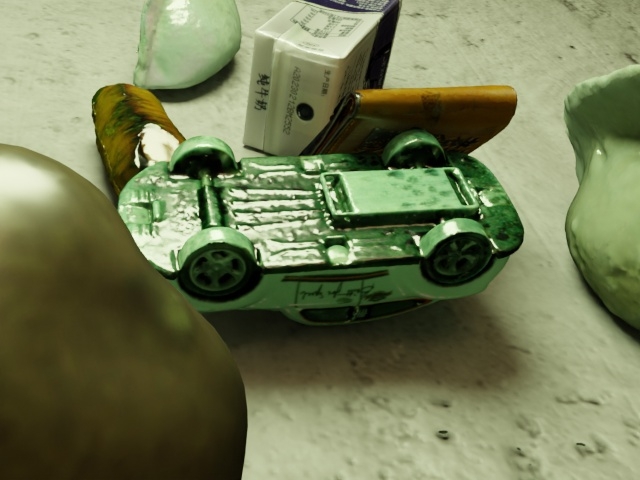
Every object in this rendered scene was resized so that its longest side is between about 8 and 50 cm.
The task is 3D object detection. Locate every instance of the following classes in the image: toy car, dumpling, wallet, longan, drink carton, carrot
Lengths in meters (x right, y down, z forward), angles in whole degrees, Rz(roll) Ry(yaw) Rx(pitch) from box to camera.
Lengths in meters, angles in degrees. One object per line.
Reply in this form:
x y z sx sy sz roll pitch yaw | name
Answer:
0.000 0.000 0.635 0.306 0.125 0.136 -5 42 -11 | toy car
0.333 -0.004 0.676 0.321 0.211 0.270 14 -3 27 | dumpling
0.069 -0.090 0.740 0.161 0.195 0.042 -8 79 -22 | wallet
-0.164 -0.259 0.936 0.105 0.149 0.216 -15 29 37 | dumpling
-0.155 0.079 0.399 0.246 0.246 0.215 8 47 -4 | longan
0.006 -0.191 0.885 0.102 0.134 0.222 21 38 9 | drink carton
-0.165 -0.087 0.746 0.082 0.082 0.173 -6 40 -21 | carrot
